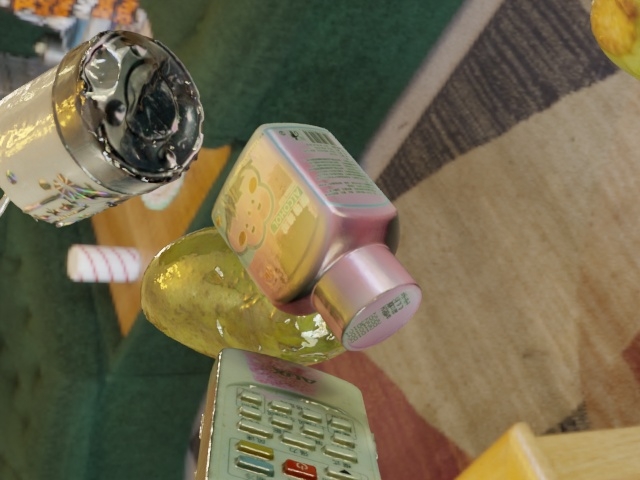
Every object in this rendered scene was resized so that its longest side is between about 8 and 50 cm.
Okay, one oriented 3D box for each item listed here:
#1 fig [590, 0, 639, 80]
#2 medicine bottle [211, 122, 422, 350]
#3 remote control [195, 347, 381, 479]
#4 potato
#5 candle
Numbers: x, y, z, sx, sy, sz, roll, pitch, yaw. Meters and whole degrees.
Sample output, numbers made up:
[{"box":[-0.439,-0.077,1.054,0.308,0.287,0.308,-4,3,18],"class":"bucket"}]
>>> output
[{"box":[0.462,-0.262,1.044,0.258,0.326,0.258,179,90,-75],"class":"fig"},{"box":[0.000,0.000,0.800,0.188,0.094,0.119,52,125,30],"class":"medicine bottle"},{"box":[-0.024,0.179,0.719,0.344,0.145,0.050,-103,32,-73],"class":"remote control"},{"box":[-0.080,0.064,1.098,0.298,0.141,0.176,6,114,31],"class":"potato"},{"box":[-0.298,-0.114,1.126,0.330,0.187,0.187,-19,72,38],"class":"candle"}]
